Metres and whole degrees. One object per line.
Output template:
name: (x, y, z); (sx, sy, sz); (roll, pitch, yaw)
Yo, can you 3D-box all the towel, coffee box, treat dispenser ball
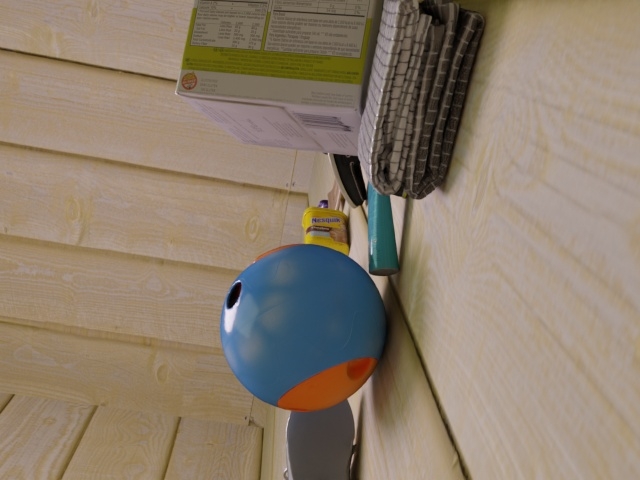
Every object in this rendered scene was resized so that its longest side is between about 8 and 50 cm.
towel: (0.138, -0.223, 0.991); (0.235, 0.121, 0.284); (-92, 11, -70)
coffee box: (-0.028, -0.374, 1.287); (0.337, 0.338, 0.335); (28, -109, -74)
treat dispenser ball: (-0.029, 0.149, 1.146); (0.288, 0.288, 0.288); (-171, 90, -84)

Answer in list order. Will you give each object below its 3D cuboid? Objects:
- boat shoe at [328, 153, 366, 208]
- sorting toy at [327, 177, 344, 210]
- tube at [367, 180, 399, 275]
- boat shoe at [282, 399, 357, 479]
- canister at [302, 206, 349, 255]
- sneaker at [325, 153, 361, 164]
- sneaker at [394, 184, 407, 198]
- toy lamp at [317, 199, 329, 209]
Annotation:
boat shoe: (0.071, -0.240, 1.533); (0.127, 0.113, 0.340); (-63, -43, -69)
sorting toy: (0.068, -0.203, 2.050); (0.193, 0.038, 0.208); (-94, 19, -66)
tube: (0.103, -0.043, 1.155); (0.080, 0.052, 0.207); (137, 133, -66)
boat shoe: (0.002, 0.456, 1.230); (0.156, 0.135, 0.367); (103, 164, -57)
canister: (0.015, -0.015, 1.809); (0.170, 0.126, 0.073); (-93, 14, -57)
sneaker: (0.054, -0.275, 1.687); (0.235, 0.153, 0.094); (121, 156, -76)
sneaker: (0.138, -0.108, 1.180); (0.083, 0.035, 0.031); (-90, 13, -52)
toy lamp: (0.000, 0.000, 2.171); (0.080, 0.080, 0.275); (-93, 12, -65)
